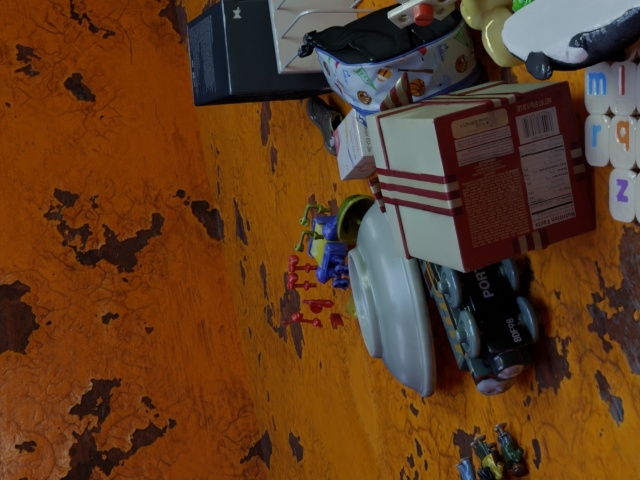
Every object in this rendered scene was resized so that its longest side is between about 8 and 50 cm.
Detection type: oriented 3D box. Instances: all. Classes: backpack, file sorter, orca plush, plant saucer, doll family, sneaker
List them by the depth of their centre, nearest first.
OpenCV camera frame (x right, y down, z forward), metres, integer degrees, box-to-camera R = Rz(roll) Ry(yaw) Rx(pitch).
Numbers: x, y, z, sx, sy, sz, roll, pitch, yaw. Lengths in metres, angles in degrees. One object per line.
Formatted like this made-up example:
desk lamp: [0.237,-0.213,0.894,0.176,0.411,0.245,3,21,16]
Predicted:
orca plush: [0.352,-0.267,1.271,0.287,0.102,0.151,-23,51,55]
backpack: [0.135,-0.295,1.702,0.213,0.276,0.263,62,178,-20]
doll family: [0.291,0.401,1.749,0.193,0.076,0.111,101,151,-54]
plant saucer: [0.124,0.113,1.964,0.400,0.100,0.401,167,90,-85]
file sorter: [0.009,-0.509,2.126,0.173,0.192,0.278,154,109,-68]
sneaker: [0.027,-0.281,2.374,0.071,0.066,0.188,-56,45,38]

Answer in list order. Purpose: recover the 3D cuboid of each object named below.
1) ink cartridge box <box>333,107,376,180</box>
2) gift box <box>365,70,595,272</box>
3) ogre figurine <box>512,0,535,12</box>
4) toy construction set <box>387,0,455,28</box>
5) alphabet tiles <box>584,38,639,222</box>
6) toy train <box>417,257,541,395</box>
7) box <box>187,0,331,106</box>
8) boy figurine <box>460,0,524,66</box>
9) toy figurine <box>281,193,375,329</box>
ink cartridge box: [0.092,-0.212,2.160,0.198,0.067,0.115,136,127,-67]
gift box: [0.227,-0.122,1.495,0.258,0.255,0.276,-165,64,-69]
ogre figurine: [0.306,-0.390,1.411,0.118,0.096,0.197,-17,90,60]
toy construction set: [0.157,-0.482,1.491,0.151,0.215,0.328,28,-128,-67]
alphabet tiles: [0.415,-0.154,1.266,0.284,0.021,0.278,-157,62,-70]
toy train: [0.252,0.090,1.682,0.190,0.142,0.334,91,163,-60]
box: [-0.125,-0.437,2.391,0.395,0.293,0.212,-170,75,-72]
boy figurine: [0.263,-0.394,1.546,0.177,0.092,0.285,117,142,-58]
toy figurine: [0.000,0.000,2.337,0.217,0.191,0.363,-112,24,-52]
